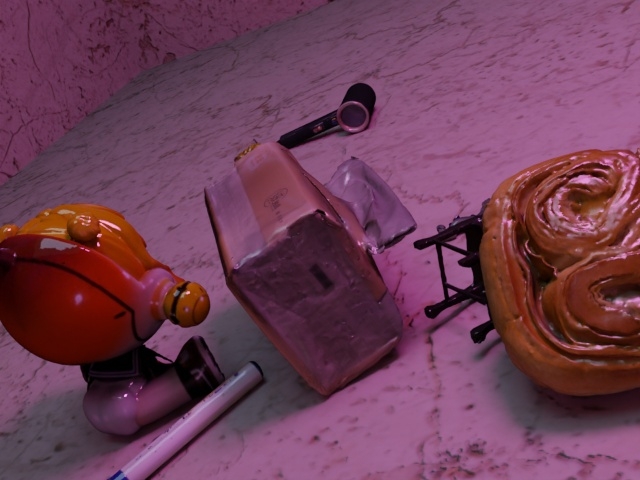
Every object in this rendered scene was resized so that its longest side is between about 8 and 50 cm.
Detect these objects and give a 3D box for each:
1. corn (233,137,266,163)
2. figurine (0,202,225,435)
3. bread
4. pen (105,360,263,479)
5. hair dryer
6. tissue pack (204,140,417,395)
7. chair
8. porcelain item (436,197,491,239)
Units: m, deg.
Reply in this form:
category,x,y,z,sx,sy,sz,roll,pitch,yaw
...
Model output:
category,x,y,z,sx,sy,sz,roll,pitch,yaw
corn,-0.091,-0.098,1.472,0.106,0.106,0.305,-27,27,-2
figurine,-0.291,0.089,1.039,0.320,0.323,0.196,-8,30,35
bread,0.258,0.032,0.786,0.198,0.120,0.236,-16,67,19
pen,-0.174,0.239,0.982,0.269,0.033,0.033,-38,27,-25
hair dryer,0.000,-0.255,1.747,0.255,0.070,0.128,-19,25,25
tissue pack,0.000,0.000,1.036,0.239,0.238,0.305,-27,24,-2
chair,0.234,0.011,0.949,0.229,0.113,0.106,-23,23,-20
porcelain item,0.233,-0.038,1.142,0.136,0.021,0.075,-13,28,27
